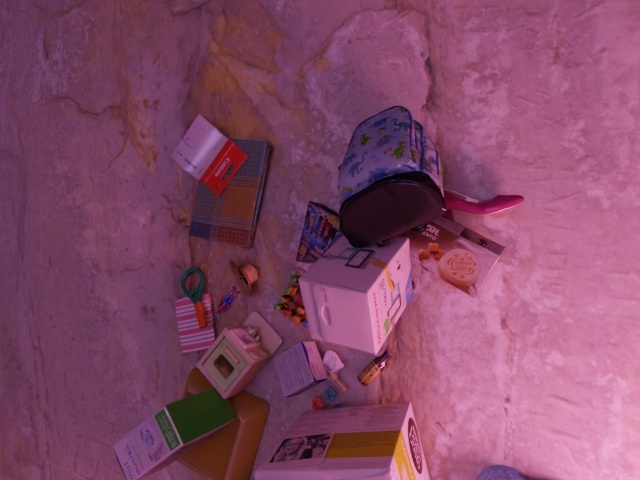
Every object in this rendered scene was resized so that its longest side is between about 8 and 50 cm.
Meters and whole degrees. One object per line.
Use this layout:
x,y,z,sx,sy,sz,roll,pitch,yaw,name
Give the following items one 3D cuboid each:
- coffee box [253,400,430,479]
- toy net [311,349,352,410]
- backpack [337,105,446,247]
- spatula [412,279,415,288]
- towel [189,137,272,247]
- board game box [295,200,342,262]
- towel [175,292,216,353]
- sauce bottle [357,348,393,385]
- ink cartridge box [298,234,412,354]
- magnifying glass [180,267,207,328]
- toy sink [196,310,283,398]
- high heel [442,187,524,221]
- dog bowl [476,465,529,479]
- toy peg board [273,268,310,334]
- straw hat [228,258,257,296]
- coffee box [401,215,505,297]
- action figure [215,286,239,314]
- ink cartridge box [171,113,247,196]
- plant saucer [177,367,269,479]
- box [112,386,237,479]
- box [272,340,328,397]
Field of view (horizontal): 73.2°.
0.090,0.651,1.101,0.338,0.334,0.337,-14,90,20,coffee box
0.032,0.454,1.324,0.122,0.045,0.232,-10,80,23,toy net
0.191,-0.190,1.161,0.290,0.355,0.273,-22,112,38,backpack
0.190,0.023,1.289,0.030,0.084,0.296,-36,78,-14,spatula
-0.322,-0.176,1.523,0.272,0.040,0.370,11,92,23,towel
0.000,0.000,1.330,0.194,0.060,0.194,37,111,53,board game box
-0.440,0.295,1.536,0.144,0.029,0.196,-14,81,18,towel
0.163,0.375,1.277,0.042,0.042,0.128,42,100,20,sauce bottle
0.105,0.127,1.154,0.197,0.270,0.198,8,122,31,ink cartridge box
-0.436,0.199,1.517,0.092,0.026,0.230,-28,61,10,magnifying glass
-0.261,0.365,1.400,0.153,0.131,0.234,43,101,19,toy sink
0.424,-0.123,1.195,0.244,0.082,0.117,-12,91,34,high heel
0.540,0.687,1.082,0.297,0.074,0.165,7,88,23,dog bowl
-0.058,0.196,1.361,0.161,0.079,0.161,33,98,21,toy peg board
-0.246,0.113,1.450,0.061,0.144,0.144,-30,70,-27,straw hat
0.350,0.026,1.179,0.247,0.098,0.141,32,119,21,coffee box
-0.328,0.213,1.497,0.038,0.030,0.115,41,103,15,action figure
-0.393,-0.299,1.510,0.232,0.066,0.189,44,103,23,ink cartridge box
-0.367,0.647,1.447,0.333,0.081,0.332,16,92,22,plant saucer
-0.425,0.574,1.293,0.231,0.262,0.126,-39,72,15,box
-0.064,0.394,1.325,0.137,0.072,0.126,-37,61,29,box
